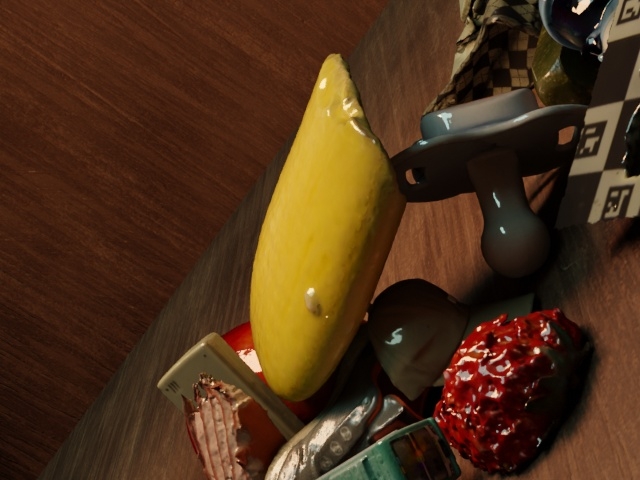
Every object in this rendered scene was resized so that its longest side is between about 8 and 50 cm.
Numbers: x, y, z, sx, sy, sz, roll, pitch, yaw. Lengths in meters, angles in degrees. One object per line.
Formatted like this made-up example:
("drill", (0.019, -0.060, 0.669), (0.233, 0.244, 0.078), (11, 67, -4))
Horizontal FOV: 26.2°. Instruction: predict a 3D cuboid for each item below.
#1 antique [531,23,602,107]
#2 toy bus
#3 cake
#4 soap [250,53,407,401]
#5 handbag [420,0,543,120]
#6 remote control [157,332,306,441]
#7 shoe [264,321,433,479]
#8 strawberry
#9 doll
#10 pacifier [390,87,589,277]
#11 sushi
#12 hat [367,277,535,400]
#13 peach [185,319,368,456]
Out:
("antique", (0.355, -0.270, 1.932), (0.080, 0.081, 0.221), (-44, 18, 48))
("toy bus", (0.040, 0.291, 1.561), (0.109, 0.091, 0.262), (-13, -21, -48))
("cake", (-0.094, 0.300, 1.766), (0.135, 0.287, 0.098), (-39, 10, -35))
("soap", (0.003, 0.000, 1.729), (0.306, 0.115, 0.427), (-114, 38, -48))
("handbag", (0.300, -0.384, 2.268), (0.316, 0.180, 0.416), (125, 165, -50))
("remote control", (-0.084, 0.255, 1.836), (0.123, 0.285, 0.038), (-44, 3, 33))
("shoe", (0.062, 0.246, 1.717), (0.171, 0.132, 0.336), (-14, 41, 59))
("strawberry", (0.177, 0.156, 1.494), (0.236, 0.111, 0.190), (-39, 24, 57))
("doll", (0.383, -0.300, 1.781), (0.177, 0.141, 0.314), (-24, 30, 5))
("pacifier", (0.225, -0.060, 1.722), (0.244, 0.300, 0.233), (67, -170, -67))
("sushi", (0.420, -0.176, 1.471), (0.296, 0.100, 0.373), (-12, 57, 64))
("hat", (0.157, 0.087, 1.652), (0.173, 0.144, 0.166), (-43, 17, 36))
("peach", (-0.024, 0.226, 1.974), (0.338, 0.281, 0.281), (-14, 31, 20))
